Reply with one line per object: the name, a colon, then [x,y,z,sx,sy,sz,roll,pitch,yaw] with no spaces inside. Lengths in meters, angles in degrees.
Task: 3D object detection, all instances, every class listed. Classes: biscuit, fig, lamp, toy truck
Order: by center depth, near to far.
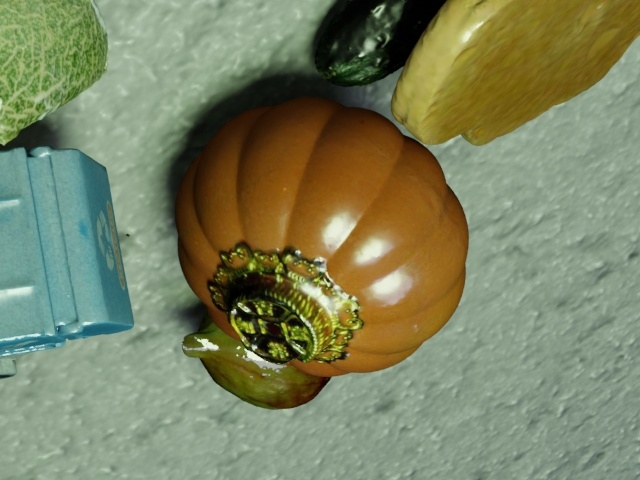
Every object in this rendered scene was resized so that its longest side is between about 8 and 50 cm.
toy truck: [-0.297,0.026,0.983,0.367,0.146,0.175,-9,173,-24]
biscuit: [0.192,-0.186,1.156,0.376,0.051,0.269,-28,159,-37]
lamp: [0.000,0.000,1.158,0.223,0.223,0.196,90,21,-44]
fig: [-0.055,0.087,1.281,0.154,0.103,0.109,-5,112,-42]

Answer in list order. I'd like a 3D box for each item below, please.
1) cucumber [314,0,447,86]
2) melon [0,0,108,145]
cucumber: [0.111,-0.218,1.121,0.303,0.081,0.072,-49,180,16]
melon: [-0.206,-0.117,0.989,0.093,0.139,0.202,-27,147,26]
